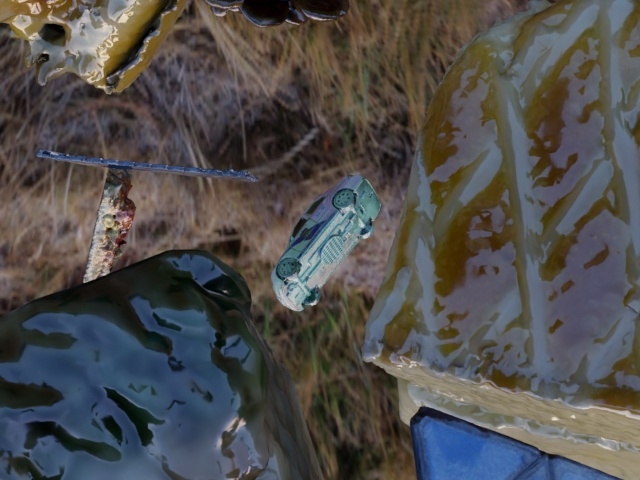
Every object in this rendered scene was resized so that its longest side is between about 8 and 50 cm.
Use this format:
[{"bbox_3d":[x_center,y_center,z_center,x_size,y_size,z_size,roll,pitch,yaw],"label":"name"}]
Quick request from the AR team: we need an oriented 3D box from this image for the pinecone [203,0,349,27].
[{"bbox_3d":[-0.034,-0.344,1.238,0.244,0.244,0.309,11,130,-12],"label":"pinecone"}]

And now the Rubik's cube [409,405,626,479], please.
[{"bbox_3d":[0.081,0.164,0.625,0.211,0.190,0.178,-7,133,40],"label":"Rubik's cube"}]

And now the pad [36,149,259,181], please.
[{"bbox_3d":[-0.217,-0.096,1.684,0.269,0.270,0.012,5,91,2],"label":"pad"}]

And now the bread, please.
[{"bbox_3d":[0.270,0.015,1.134,0.371,0.279,0.390,12,75,23],"label":"bread"}]

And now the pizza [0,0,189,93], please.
[{"bbox_3d":[-0.187,-0.268,0.821,0.392,0.080,0.435,-33,147,31],"label":"pizza"}]

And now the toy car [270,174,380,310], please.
[{"bbox_3d":[0.000,0.000,1.918,0.224,0.076,0.090,-51,142,-13],"label":"toy car"}]

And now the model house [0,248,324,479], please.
[{"bbox_3d":[-0.150,0.299,0.619,0.445,0.400,0.395,-21,158,-4],"label":"model house"}]

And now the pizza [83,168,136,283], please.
[{"bbox_3d":[-0.298,-0.030,1.848,0.053,0.193,0.201,13,77,-9],"label":"pizza"}]
